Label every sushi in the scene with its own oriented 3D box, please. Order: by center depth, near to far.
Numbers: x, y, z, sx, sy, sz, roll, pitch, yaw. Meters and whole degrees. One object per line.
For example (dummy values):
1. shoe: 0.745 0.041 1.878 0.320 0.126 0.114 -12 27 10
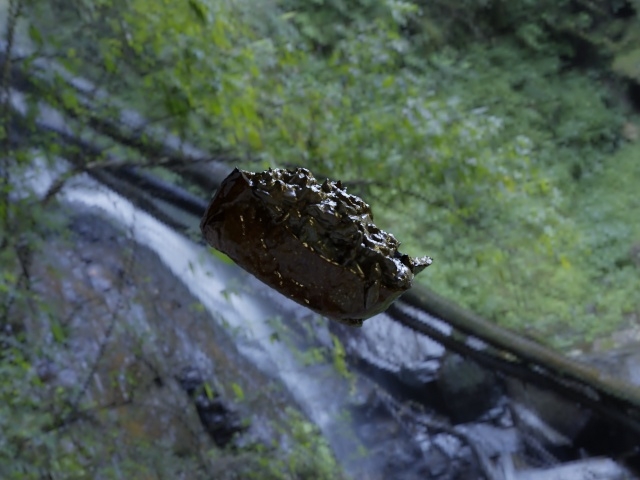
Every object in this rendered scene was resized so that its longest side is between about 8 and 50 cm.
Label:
1. sushi: 0.000 0.000 0.541 0.055 0.120 0.052 -55 18 11
